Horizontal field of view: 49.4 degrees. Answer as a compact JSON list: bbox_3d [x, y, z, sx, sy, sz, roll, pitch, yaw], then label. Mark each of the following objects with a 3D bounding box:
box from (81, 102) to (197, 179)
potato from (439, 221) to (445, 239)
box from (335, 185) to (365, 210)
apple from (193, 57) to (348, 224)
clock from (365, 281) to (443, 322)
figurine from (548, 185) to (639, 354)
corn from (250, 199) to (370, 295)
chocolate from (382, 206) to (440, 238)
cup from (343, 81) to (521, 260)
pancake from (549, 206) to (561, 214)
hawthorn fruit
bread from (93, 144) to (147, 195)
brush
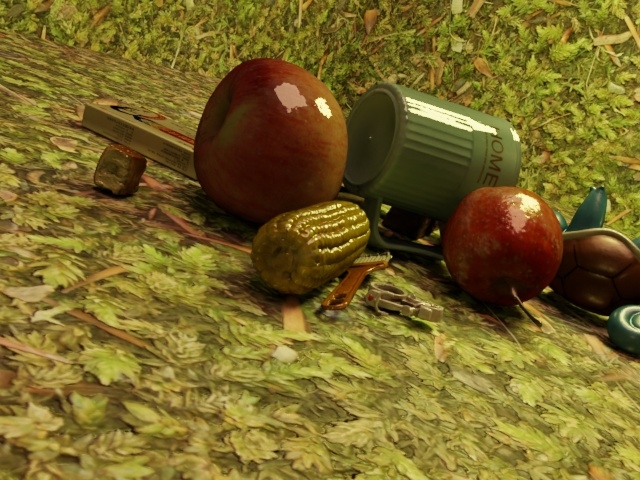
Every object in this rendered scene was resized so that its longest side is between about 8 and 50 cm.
[{"bbox_3d":[-0.361,-0.238,1.652,0.353,0.069,0.214,24,17,21],"label":"box"},{"bbox_3d":[0.357,-0.035,1.667,0.113,0.149,0.251,55,14,-34],"label":"potato"},{"bbox_3d":[0.051,-0.077,1.602,0.141,0.058,0.201,19,17,-2],"label":"box"},{"bbox_3d":[-0.085,-0.182,1.343,0.269,0.345,0.345,23,13,-26],"label":"apple"},{"bbox_3d":[0.134,0.103,1.133,0.129,0.041,0.087,20,11,21],"label":"clock"},{"bbox_3d":[0.602,0.071,1.504,0.243,0.298,0.416,-24,48,-18],"label":"figurine"},{"bbox_3d":[0.000,0.000,1.153,0.131,0.131,0.344,24,18,14],"label":"corn"},{"bbox_3d":[0.267,-0.088,1.796,0.112,0.112,0.321,27,17,19],"label":"chocolate"},{"bbox_3d":[0.210,-0.152,1.500,0.311,0.331,0.257,13,24,-29],"label":"cup"},{"bbox_3d":[0.475,-0.037,1.789,0.282,0.049,0.282,-14,19,5],"label":"pancake"},{"bbox_3d":[0.347,0.009,1.348,0.235,0.231,0.263,13,8,22],"label":"hawthorn fruit"},{"bbox_3d":[-0.362,-0.128,1.244,0.076,0.083,0.070,26,8,9],"label":"bread"},{"bbox_3d":[0.056,0.066,1.160,0.090,0.017,0.314,-6,11,16],"label":"brush"}]
